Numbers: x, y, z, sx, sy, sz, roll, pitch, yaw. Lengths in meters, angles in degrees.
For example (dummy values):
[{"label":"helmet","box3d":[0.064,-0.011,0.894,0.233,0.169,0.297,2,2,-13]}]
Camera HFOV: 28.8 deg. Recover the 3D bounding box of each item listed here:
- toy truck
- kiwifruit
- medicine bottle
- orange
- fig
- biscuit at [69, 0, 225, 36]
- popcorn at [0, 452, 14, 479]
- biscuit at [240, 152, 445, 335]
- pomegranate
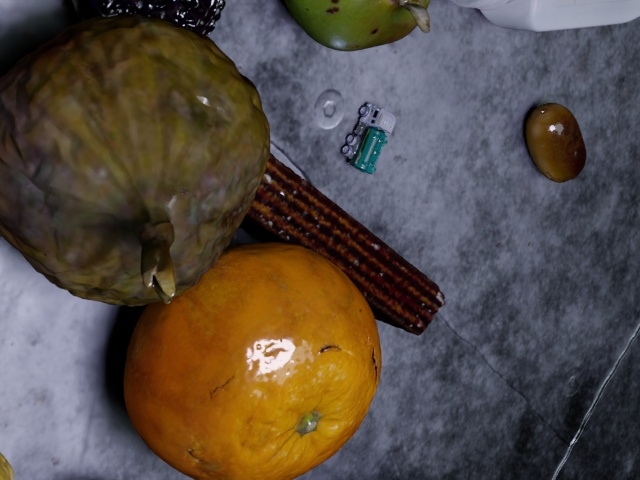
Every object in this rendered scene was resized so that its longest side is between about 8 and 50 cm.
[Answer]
[{"label":"toy truck","box3d":[0.061,-0.124,1.519,0.039,0.044,0.083,26,86,-45]},{"label":"kiwifruit","box3d":[0.325,-0.135,1.725,0.075,0.075,0.124,-47,131,-20]},{"label":"medicine bottle","box3d":[0.298,-0.362,1.600,0.324,0.124,0.179,-14,111,-39]},{"label":"orange","box3d":[-0.072,0.135,1.350,0.283,0.226,0.284,-22,136,-23]},{"label":"fig","box3d":[-0.163,-0.032,1.133,0.286,0.369,0.286,-9,125,-13]},{"label":"biscuit","box3d":[-0.174,-0.274,1.264,0.194,0.053,0.195,-14,112,-38]},{"label":"popcorn","box3d":[-0.394,0.300,1.056,0.354,0.344,0.390,-57,145,-33]},{"label":"biscuit","box3d":[0.000,0.000,1.461,0.388,0.107,0.073,36,79,-41]},{"label":"pomegranate","box3d":[0.059,-0.287,1.349,0.181,0.224,0.182,-14,117,-30]}]
